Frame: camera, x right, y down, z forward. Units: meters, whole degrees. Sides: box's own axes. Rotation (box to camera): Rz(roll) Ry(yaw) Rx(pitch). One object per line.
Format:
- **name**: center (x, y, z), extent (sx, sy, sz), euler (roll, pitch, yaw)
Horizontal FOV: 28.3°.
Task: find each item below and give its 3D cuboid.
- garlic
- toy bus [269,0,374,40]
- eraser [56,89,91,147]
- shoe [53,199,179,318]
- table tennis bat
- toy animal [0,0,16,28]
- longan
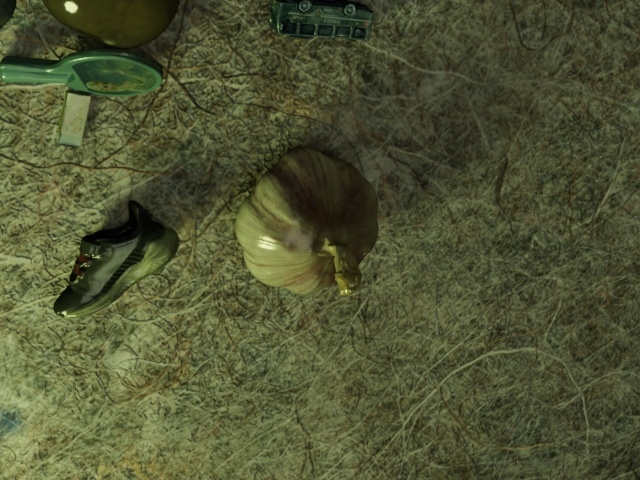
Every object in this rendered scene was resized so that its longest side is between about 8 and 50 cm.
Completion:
- **garlic**: center (0.000, 0.000, 2.028), extent (0.245, 0.253, 0.245), euler (-14, 127, -19)
- **toy bus**: center (0.001, -0.348, 1.982), extent (0.166, 0.047, 0.065), euler (0, 117, -24)
- **eraser**: center (-0.373, -0.183, 1.913), extent (0.038, 0.019, 0.083), euler (7, 111, -27)
- **shoe**: center (-0.335, 0.028, 1.989), extent (0.227, 0.099, 0.112), euler (-34, 115, -10)
- **table tennis bat**: center (-0.348, -0.245, 1.845), extent (0.237, 0.149, 0.038), euler (2, 76, -6)
- **toy animal**: center (-0.517, -0.278, 1.742), extent (0.269, 0.137, 0.082), euler (-50, 125, -5)
- **longan**: center (-0.292, -0.372, 1.762), extent (0.220, 0.196, 0.196), euler (26, 101, -39)
